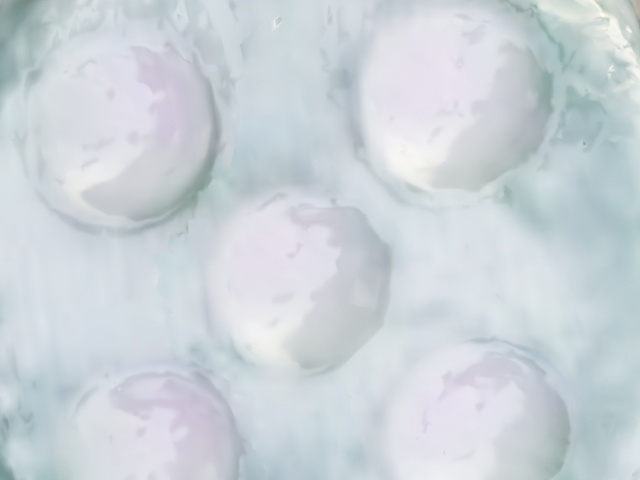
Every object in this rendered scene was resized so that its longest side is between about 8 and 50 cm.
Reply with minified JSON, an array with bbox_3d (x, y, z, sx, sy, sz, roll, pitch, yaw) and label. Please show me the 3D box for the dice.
[{"bbox_3d":[0.000,0.000,0.615,0.331,0.328,0.348,-6,92,5],"label":"dice"}]
